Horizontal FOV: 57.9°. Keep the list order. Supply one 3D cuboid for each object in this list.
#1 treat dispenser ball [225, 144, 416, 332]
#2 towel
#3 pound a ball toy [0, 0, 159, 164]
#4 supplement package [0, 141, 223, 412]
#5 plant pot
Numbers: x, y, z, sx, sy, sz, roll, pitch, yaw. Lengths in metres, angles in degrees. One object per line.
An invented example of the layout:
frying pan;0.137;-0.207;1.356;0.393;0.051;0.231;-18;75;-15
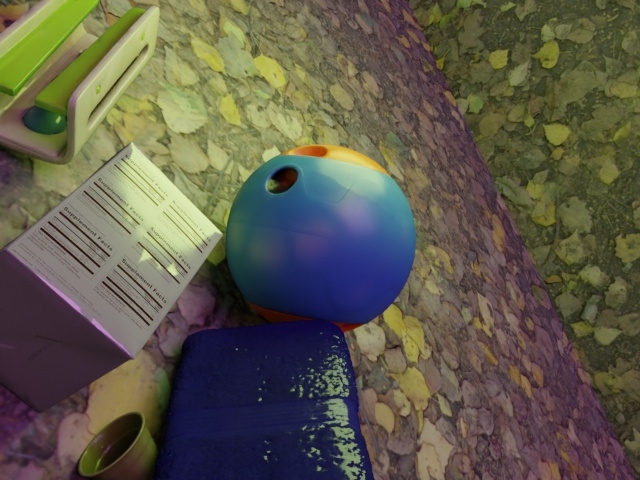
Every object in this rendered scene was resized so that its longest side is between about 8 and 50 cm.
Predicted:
treat dispenser ball;0.000;0.000;0.882;0.288;0.288;0.288;31;43;-34
towel;-0.065;0.215;0.666;0.308;0.227;0.076;-99;-174;-60
pound a ball toy;-0.364;-0.259;0.792;0.208;0.136;0.319;20;45;-8
supplement package;-0.251;0.038;0.622;0.149;0.194;0.203;48;36;-17
plant pot;-0.205;0.247;0.636;0.079;0.083;0.083;57;33;-23
